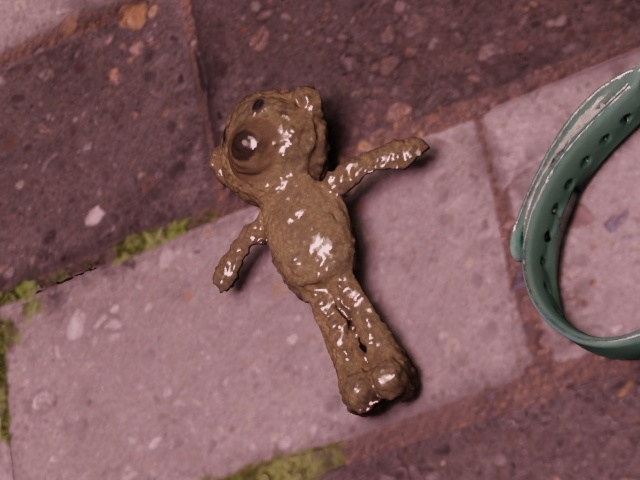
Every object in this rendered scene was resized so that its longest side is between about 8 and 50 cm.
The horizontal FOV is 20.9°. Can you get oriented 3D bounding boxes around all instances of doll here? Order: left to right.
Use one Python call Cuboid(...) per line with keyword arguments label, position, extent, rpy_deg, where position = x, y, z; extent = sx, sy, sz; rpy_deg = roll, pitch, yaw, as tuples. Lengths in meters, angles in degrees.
Cuboid(label="doll", position=(-0.013, 0.007, 1.443), extent=(0.203, 0.091, 0.285), rpy_deg=(-9, 78, 38))

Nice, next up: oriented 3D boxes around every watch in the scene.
Cuboid(label="watch", position=(0.253, -0.025, 1.316), extent=(0.195, 0.068, 0.237), rpy_deg=(16, 84, 34))
